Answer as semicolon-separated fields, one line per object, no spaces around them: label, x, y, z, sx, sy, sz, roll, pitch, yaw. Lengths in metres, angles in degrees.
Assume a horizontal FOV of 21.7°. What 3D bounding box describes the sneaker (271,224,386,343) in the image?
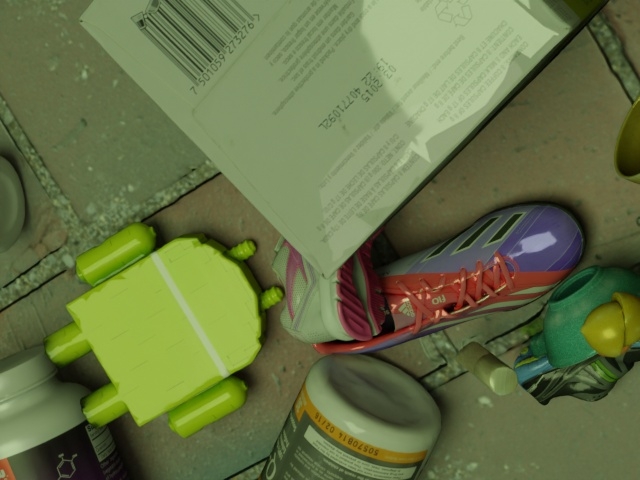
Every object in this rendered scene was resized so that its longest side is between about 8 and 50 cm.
sneaker;0.000;0.000;1.759;0.111;0.252;0.103;-20;138;32

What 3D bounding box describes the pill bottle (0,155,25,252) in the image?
pill bottle;-0.473;-0.038;1.991;0.216;0.121;0.121;-3;104;24

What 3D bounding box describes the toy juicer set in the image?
toy juicer set;0.273;0.090;1.648;0.329;0.209;0.089;-34;99;18

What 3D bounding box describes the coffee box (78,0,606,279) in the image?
coffee box;0.046;-0.234;1.596;0.338;0.334;0.337;46;116;2

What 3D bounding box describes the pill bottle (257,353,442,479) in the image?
pill bottle;0.013;0.277;1.863;0.162;0.162;0.278;30;114;11

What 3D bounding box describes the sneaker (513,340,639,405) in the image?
sneaker;0.298;0.125;1.762;0.188;0.067;0.078;-22;118;25

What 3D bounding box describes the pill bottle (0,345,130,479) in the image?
pill bottle;-0.322;0.298;1.996;0.181;0.181;0.323;-18;98;26

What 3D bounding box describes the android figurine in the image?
android figurine;-0.175;0.099;1.916;0.272;0.056;0.248;-32;92;8

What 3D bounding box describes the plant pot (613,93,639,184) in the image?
plant pot;0.367;-0.099;1.633;0.095;0.134;0.134;27;117;-15

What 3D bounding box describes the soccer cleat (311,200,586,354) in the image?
soccer cleat;0.131;0.051;1.770;0.318;0.116;0.109;-21;97;27
